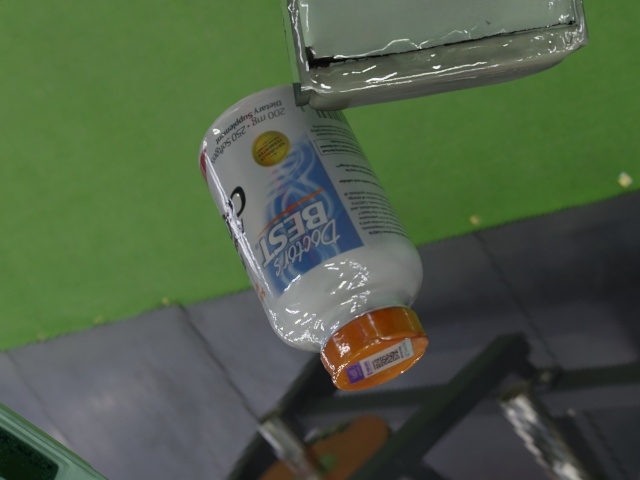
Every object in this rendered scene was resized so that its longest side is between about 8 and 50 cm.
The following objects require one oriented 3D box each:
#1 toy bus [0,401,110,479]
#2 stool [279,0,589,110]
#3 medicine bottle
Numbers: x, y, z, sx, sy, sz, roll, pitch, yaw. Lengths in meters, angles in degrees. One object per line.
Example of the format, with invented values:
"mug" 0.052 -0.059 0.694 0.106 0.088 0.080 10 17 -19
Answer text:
"toy bus" -0.224 0.203 0.937 0.271 0.164 0.133 38 135 -17
"stool" 0.079 -0.264 1.221 0.170 0.244 0.269 -161 61 -87
"medicine bottle" 0.000 0.000 1.351 0.288 0.157 0.157 64 153 28
